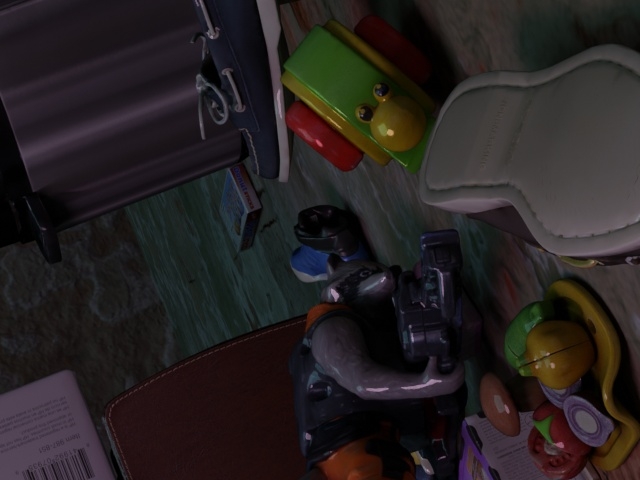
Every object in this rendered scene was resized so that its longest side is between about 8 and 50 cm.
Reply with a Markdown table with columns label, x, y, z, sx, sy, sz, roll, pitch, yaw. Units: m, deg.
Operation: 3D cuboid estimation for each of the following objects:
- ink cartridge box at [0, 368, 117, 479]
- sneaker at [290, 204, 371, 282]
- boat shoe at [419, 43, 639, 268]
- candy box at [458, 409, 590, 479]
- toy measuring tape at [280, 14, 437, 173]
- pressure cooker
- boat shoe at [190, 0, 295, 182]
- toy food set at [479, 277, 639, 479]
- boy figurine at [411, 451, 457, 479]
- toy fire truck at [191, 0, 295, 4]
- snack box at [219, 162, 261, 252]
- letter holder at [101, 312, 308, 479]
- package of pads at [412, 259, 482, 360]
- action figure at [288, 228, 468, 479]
| label | x | y | z | sx | sy | sz | roll | pitch | yaw |
| --- | --- | --- | --- | --- | --- | --- | --- | --- | --- |
| ink cartridge box | -0.300 | 0.317 | 1.806 | 0.129 | 0.223 | 0.307 | 121 | 128 | -75 |
| sneaker | 0.001 | 0.000 | 1.793 | 0.084 | 0.058 | 0.152 | 66 | 164 | -17 |
| boat shoe | 0.158 | -0.038 | 1.001 | 0.116 | 0.097 | 0.324 | -71 | 18 | -3 |
| candy box | 0.183 | 0.247 | 1.419 | 0.165 | 0.070 | 0.196 | 88 | 158 | -55 |
| toy measuring tape | 0.013 | -0.130 | 1.413 | 0.330 | 0.121 | 0.121 | -130 | 22 | -70 |
| pressure cooker | -0.310 | -0.197 | 1.952 | 0.370 | 0.420 | 0.375 | -140 | 30 | -64 |
| boat shoe | -0.065 | -0.143 | 1.441 | 0.254 | 0.079 | 0.095 | 81 | -177 | -52 |
| toy food set | 0.163 | 0.116 | 1.284 | 0.218 | 0.071 | 0.128 | 95 | 151 | -64 |
| boy figurine | 0.076 | 0.172 | 1.702 | 0.177 | 0.092 | 0.285 | -140 | 28 | -70 |
| toy fire truck | -0.073 | -0.331 | 1.433 | 0.217 | 0.158 | 0.246 | 59 | 147 | 22 |
| snack box | -0.103 | -0.039 | 2.251 | 0.178 | 0.022 | 0.064 | 112 | 136 | -72 |
| letter holder | -0.065 | 0.202 | 1.846 | 0.152 | 0.302 | 0.214 | 166 | 83 | -78 |
| package of pads | 0.107 | 0.057 | 1.510 | 0.050 | 0.032 | 0.083 | 89 | 156 | -52 |
| action figure | 0.029 | 0.134 | 1.410 | 0.341 | 0.179 | 0.330 | 88 | -175 | -50 |
